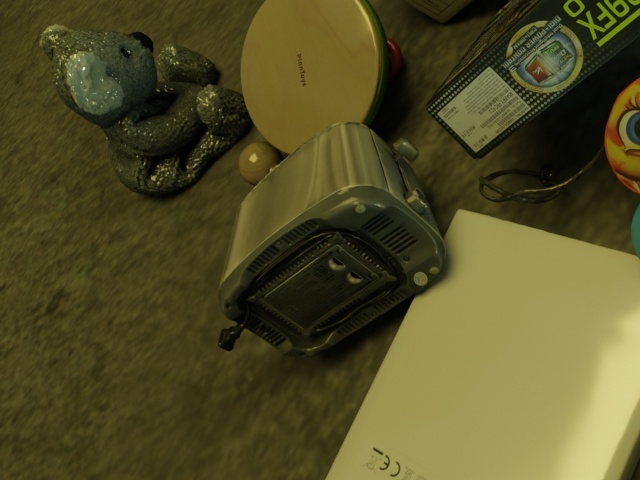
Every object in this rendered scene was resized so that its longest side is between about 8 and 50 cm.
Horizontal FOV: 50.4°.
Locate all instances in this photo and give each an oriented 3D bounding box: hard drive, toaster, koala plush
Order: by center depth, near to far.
[{"bbox_3d":[0.125,0.139,0.511,0.203,0.040,0.307,20,79,43],"label":"hard drive"},{"bbox_3d":[0.000,0.000,0.615,0.227,0.129,0.146,-38,30,27],"label":"toaster"},{"bbox_3d":[-0.244,-0.180,0.858,0.203,0.221,0.196,-48,47,7],"label":"koala plush"}]

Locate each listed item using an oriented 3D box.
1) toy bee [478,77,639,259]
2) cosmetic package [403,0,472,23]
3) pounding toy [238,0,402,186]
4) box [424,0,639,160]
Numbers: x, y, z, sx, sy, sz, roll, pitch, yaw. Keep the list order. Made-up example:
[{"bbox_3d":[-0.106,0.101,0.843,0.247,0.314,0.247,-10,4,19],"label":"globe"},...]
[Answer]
[{"bbox_3d":[0.241,-0.052,0.420,0.299,0.162,0.195,12,35,21],"label":"toy bee"},{"bbox_3d":[0.143,-0.336,0.594,0.309,0.160,0.113,-22,46,64],"label":"cosmetic package"},{"bbox_3d":[0.011,-0.158,0.747,0.183,0.110,0.236,24,111,33],"label":"pounding toy"},{"bbox_3d":[0.212,-0.198,0.482,0.270,0.060,0.216,-41,8,45],"label":"box"}]
